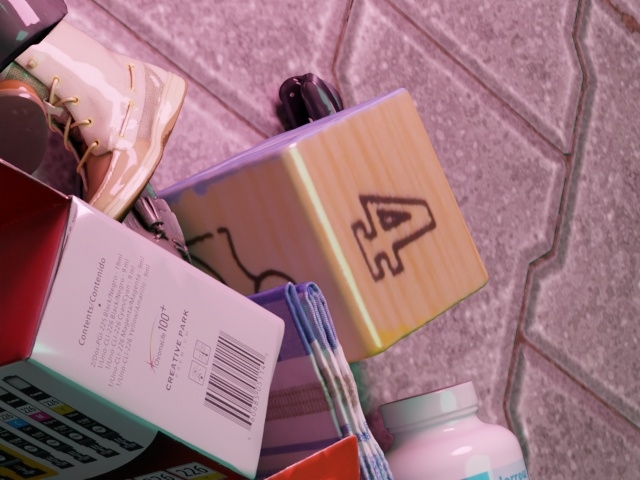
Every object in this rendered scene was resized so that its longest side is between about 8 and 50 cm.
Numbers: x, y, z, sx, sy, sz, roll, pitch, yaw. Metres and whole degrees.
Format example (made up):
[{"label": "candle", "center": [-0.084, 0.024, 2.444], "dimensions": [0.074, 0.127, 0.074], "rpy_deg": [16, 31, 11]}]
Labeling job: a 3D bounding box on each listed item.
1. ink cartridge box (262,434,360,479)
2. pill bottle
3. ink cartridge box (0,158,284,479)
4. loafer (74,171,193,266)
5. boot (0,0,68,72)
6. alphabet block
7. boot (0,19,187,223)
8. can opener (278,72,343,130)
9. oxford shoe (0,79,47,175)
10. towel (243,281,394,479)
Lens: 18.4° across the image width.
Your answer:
[{"label": "ink cartridge box", "center": [-0.037, 0.385, 1.528], "dimensions": [0.308, 0.091, 0.385], "rpy_deg": [-24, 118, -37]}, {"label": "pill bottle", "center": [0.134, 0.270, 1.845], "dimensions": [0.146, 0.146, 0.264], "rpy_deg": [-12, 86, -48]}, {"label": "ink cartridge box", "center": [-0.234, 0.086, 1.398], "dimensions": [0.272, 0.309, 0.130], "rpy_deg": [33, 54, -34]}, {"label": "loafer", "center": [-0.133, 0.045, 1.687], "dimensions": [0.096, 0.084, 0.267], "rpy_deg": [-11, 85, -48]}, {"label": "boot", "center": [-0.355, -0.298, 1.392], "dimensions": [0.445, 0.146, 0.367], "rpy_deg": [58, 1, -10]}, {"label": "alphabet block", "center": [0.000, 0.000, 1.769], "dimensions": [0.193, 0.192, 0.197], "rpy_deg": [-29, 99, -46]}, {"label": "boot", "center": [-0.209, -0.101, 1.628], "dimensions": [0.165, 0.077, 0.213], "rpy_deg": [31, 41, -13]}, {"label": "can opener", "center": [0.011, -0.077, 1.911], "dimensions": [0.073, 0.059, 0.186], "rpy_deg": [-72, 143, -67]}, {"label": "oxford shoe", "center": [-0.260, -0.075, 1.519], "dimensions": [0.076, 0.212, 0.076], "rpy_deg": [11, 61, -20]}, {"label": "towel", "center": [-0.013, 0.177, 1.678], "dimensions": [0.034, 0.209, 0.285], "rpy_deg": [-24, 93, -33]}]
